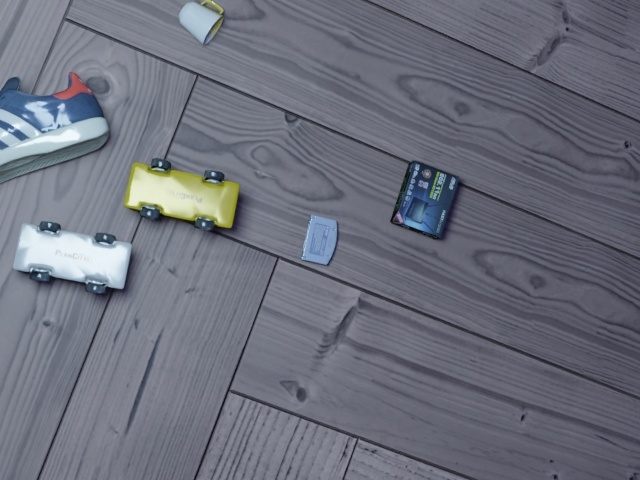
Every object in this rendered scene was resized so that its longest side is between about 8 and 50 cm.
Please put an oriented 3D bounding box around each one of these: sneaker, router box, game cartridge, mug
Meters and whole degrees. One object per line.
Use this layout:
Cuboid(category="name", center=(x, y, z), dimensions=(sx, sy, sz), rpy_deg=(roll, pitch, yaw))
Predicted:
Cuboid(category="sneaker", center=(-0.535, -0.181, 1.761), dimensions=(0.350, 0.131, 0.148), rpy_deg=(-20, 84, -18))
Cuboid(category="router box", center=(0.190, -0.074, 1.942), dimensions=(0.092, 0.038, 0.123), rpy_deg=(19, 83, -11))
Cuboid(category="game cartridge", center=(0.000, 0.000, 1.910), dimensions=(0.056, 0.017, 0.083), rpy_deg=(14, 84, -7))
Cuboid(category="mug", center=(-0.211, -0.388, 1.875), dimensions=(0.064, 0.078, 0.062), rpy_deg=(35, 113, 1))

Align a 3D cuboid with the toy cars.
Cuboid(category="toy cars", center=(-0.325, -0.021, 1.812), dimensions=(0.393, 0.087, 0.176), rpy_deg=(-30, 88, -9))
